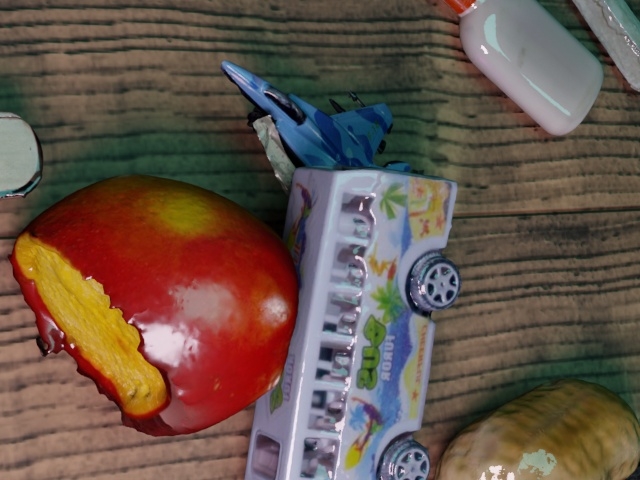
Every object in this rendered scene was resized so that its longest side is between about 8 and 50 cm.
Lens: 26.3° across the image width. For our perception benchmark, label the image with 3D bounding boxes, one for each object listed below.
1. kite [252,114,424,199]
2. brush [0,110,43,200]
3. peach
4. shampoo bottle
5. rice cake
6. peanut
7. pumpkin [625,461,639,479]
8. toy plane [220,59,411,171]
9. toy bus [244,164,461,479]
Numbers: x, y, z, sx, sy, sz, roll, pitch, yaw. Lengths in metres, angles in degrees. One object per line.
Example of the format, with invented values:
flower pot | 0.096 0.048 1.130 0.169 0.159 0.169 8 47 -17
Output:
kite | -0.001 0.000 1.212 0.229 0.012 0.250 -35 112 -10
brush | -0.376 -0.045 1.033 0.328 0.065 0.070 -9 89 -22
peach | -0.135 0.049 1.069 0.226 0.190 0.196 9 96 -9
shampoo bottle | 0.195 -0.209 1.407 0.221 0.051 0.108 40 64 -17
rice cake | 0.297 -0.266 1.487 0.245 0.042 0.045 53 46 -8
peanut | 0.209 0.202 1.271 0.224 0.129 0.129 -26 92 -29
pumpkin | 0.375 0.307 1.323 0.233 0.163 0.233 17 59 -30
toy plane | -0.009 -0.084 1.234 0.246 0.078 0.169 35 64 -28
toy bus | 0.025 0.100 1.154 0.136 0.109 0.329 9 90 -31
